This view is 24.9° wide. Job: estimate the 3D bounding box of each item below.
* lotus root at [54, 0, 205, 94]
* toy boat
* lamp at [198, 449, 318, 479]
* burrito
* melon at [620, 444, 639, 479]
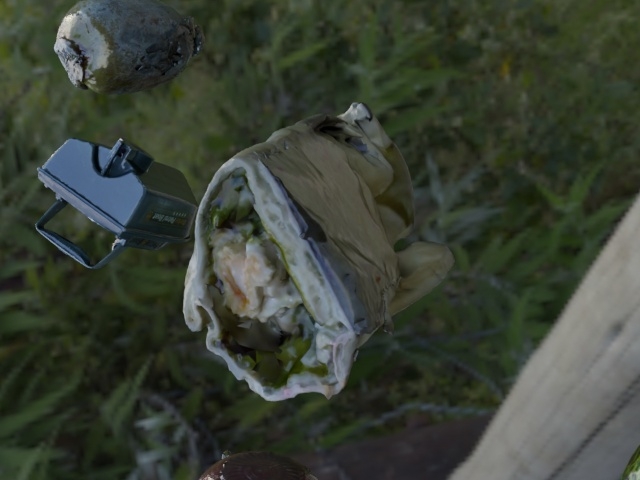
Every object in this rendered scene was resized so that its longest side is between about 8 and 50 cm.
[{"bbox_3d":[-0.157,-0.169,1.233,0.088,0.165,0.088,10,107,37],"label":"lotus root"},{"bbox_3d":[-0.161,-0.029,1.228,0.093,0.103,0.246,35,-177,11],"label":"toy boat"},{"bbox_3d":[-0.069,0.314,1.628,0.157,0.156,0.135,-48,-32,-58],"label":"lamp"},{"bbox_3d":[0.000,0.003,1.196,0.190,0.135,0.332,56,-158,-1],"label":"burrito"},{"bbox_3d":[0.241,0.120,0.728,0.265,0.169,0.129,84,-153,-59],"label":"melon"}]
